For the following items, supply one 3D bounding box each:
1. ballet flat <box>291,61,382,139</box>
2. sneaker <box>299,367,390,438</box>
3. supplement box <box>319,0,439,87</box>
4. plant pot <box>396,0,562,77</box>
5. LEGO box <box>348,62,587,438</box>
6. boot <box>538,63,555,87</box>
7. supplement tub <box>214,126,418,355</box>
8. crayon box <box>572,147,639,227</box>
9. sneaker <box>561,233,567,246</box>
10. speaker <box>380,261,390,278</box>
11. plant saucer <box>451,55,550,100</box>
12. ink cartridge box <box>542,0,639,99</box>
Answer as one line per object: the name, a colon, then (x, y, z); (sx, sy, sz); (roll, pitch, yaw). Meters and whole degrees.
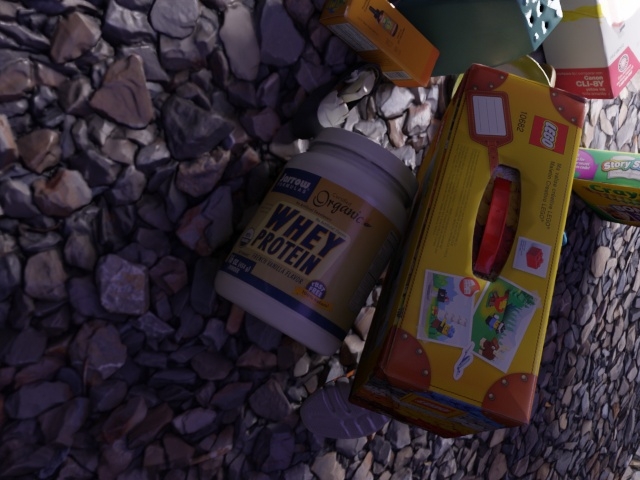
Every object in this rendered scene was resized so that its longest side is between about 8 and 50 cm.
ballet flat: (0.035, -0.246, 0.989); (0.203, 0.074, 0.074); (-44, 125, -21)
sneaker: (0.114, 0.289, 1.170); (0.321, 0.180, 0.124); (-21, 97, 3)
supplement box: (0.109, -0.361, 1.013); (0.233, 0.080, 0.078); (27, 84, -42)
plant pot: (0.301, -0.418, 1.049); (0.165, 0.234, 0.165); (-49, 126, -18)
LEGO box: (0.225, 0.039, 0.939); (0.372, 0.193, 0.499); (101, 8, -68)
boot: (0.524, -0.264, 1.363); (0.204, 0.095, 0.261); (15, 94, -40)
supplement tub: (0.000, 0.000, 0.925); (0.228, 0.228, 0.316); (39, 77, -39)
crayon box: (0.884, -0.119, 1.519); (0.313, 0.363, 0.106); (27, 85, -40)
sneaker: (0.480, 0.102, 1.402); (0.125, 0.140, 0.340); (22, 90, -43)
speaker: (0.097, 0.053, 1.132); (0.136, 0.055, 0.055); (-11, 109, -37)
plant saucer: (0.386, -0.288, 1.233); (0.241, 0.037, 0.240); (-1, 97, -12)
ink cartridge box: (0.648, -0.569, 1.337); (0.279, 0.160, 0.384); (-45, 126, -20)
